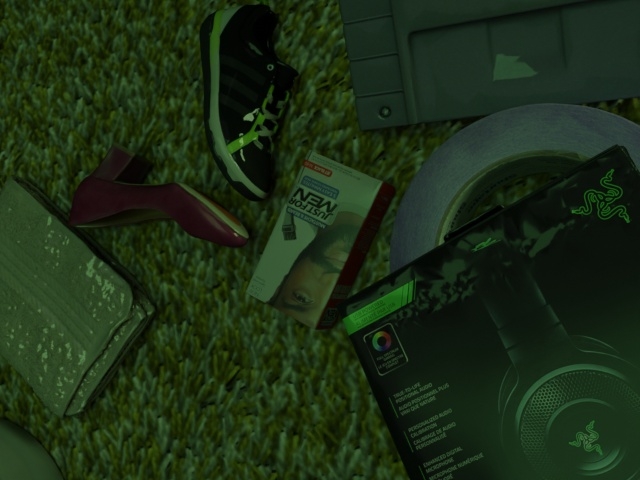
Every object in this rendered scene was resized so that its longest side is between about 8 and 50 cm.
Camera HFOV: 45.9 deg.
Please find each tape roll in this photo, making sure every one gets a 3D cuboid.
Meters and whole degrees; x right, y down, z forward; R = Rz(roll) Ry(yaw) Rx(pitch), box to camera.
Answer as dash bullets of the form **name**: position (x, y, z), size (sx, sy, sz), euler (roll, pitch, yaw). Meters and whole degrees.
- **tape roll**: position (0.207, 0.018, 0.693), size (0.275, 0.090, 0.274), euler (-3, 82, 21)

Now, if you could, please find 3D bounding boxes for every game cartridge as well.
- **game cartridge**: position (0.184, -0.233, 0.691), size (0.355, 0.068, 0.230), euler (-3, 111, 26)

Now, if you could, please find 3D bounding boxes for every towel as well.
- **towel**: position (-0.343, 0.068, 0.933), size (0.282, 0.049, 0.187), euler (37, 98, 21)

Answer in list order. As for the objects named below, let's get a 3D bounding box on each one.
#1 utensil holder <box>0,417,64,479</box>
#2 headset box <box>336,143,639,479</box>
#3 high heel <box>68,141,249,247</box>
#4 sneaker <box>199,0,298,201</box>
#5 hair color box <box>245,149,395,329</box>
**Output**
- **utensil holder**: position (-0.510, 0.365, 0.786), size (0.328, 0.385, 0.327), euler (-3, 83, 22)
- **headset box**: position (0.181, 0.105, 0.560), size (0.246, 0.131, 0.283), euler (-30, 65, 17)
- **high heel**: position (-0.190, -0.020, 0.857), size (0.244, 0.082, 0.117), euler (30, 89, 26)
- **sneaker**: position (-0.072, -0.162, 0.829), size (0.097, 0.084, 0.234), euler (-14, 79, 19)
- **hair color box**: position (0.000, 0.000, 0.799), size (0.093, 0.053, 0.167), euler (25, 95, 22)
